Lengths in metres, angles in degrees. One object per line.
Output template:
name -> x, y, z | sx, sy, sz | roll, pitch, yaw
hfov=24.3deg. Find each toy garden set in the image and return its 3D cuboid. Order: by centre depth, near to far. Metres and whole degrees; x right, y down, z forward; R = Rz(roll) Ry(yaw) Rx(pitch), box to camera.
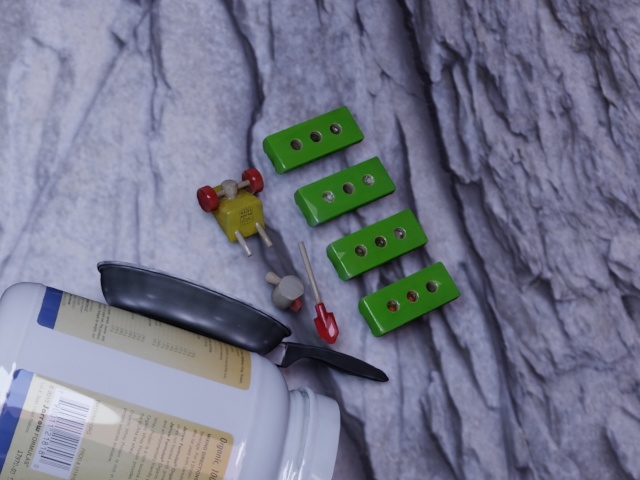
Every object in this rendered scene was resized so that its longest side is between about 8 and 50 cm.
toy garden set -> 0.000, 0.000, 1.574 | 0.204, 0.049, 0.244 | -24, 77, -28

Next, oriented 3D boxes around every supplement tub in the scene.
supplement tub -> -0.162, 0.186, 1.328 | 0.316, 0.228, 0.228 | 19, 62, -10

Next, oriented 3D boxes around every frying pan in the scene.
frying pan -> -0.092, 0.091, 1.470 | 0.197, 0.326, 0.053 | 10, 73, 35
